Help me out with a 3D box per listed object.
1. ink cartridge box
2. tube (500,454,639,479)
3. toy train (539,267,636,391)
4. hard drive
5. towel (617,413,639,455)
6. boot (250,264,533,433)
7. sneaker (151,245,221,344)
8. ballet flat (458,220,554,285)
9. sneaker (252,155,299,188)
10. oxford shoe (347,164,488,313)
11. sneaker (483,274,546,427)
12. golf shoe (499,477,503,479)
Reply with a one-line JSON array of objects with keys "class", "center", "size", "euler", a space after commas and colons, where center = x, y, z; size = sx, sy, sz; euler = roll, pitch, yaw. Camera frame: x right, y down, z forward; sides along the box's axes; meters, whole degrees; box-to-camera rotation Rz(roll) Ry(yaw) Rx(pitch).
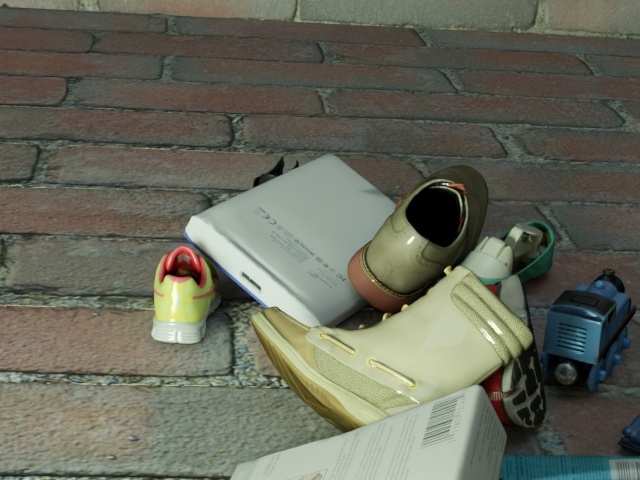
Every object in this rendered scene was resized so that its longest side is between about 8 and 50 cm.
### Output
[{"class": "ink cartridge box", "center": [0.014, 0.249, 1.105], "size": [0.261, 0.066, 0.296], "euler": [-22, 14, 21]}, {"class": "tube", "center": [0.225, 0.229, 1.251], "size": [0.207, 0.052, 0.080], "euler": [1, 17, 6]}, {"class": "toy train", "center": [0.310, 0.099, 1.504], "size": [0.080, 0.105, 0.184], "euler": [15, 25, 24]}, {"class": "hard drive", "center": [0.000, 0.000, 1.677], "size": [0.210, 0.040, 0.318], "euler": [40, 33, 15]}, {"class": "towel", "center": [0.369, 0.212, 1.338], "size": [0.119, 0.029, 0.067], "euler": [19, 26, 33]}, {"class": "boot", "center": [0.068, 0.098, 1.356], "size": [0.203, 0.095, 0.262], "euler": [-42, 44, -15]}, {"class": "sneaker", "center": [-0.158, 0.044, 1.568], "size": [0.081, 0.094, 0.208], "euler": [1, 21, -5]}, {"class": "ballet flat", "center": [0.230, 0.027, 1.692], "size": [0.083, 0.087, 0.247], "euler": [20, 27, 28]}, {"class": "sneaker", "center": [-0.081, -0.053, 1.829], "size": [0.051, 0.089, 0.170], "euler": [14, 24, 24]}, {"class": "oxford shoe", "center": [0.160, -0.028, 1.682], "size": [0.123, 0.130, 0.348], "euler": [40, 34, 1]}, {"class": "sneaker", "center": [0.181, 0.131, 1.452], "size": [0.118, 0.107, 0.279], "euler": [-12, 17, 9]}, {"class": "golf shoe", "center": [0.157, 0.277, 1.102], "size": [0.094, 0.077, 0.198], "euler": [22, 27, 4]}]
